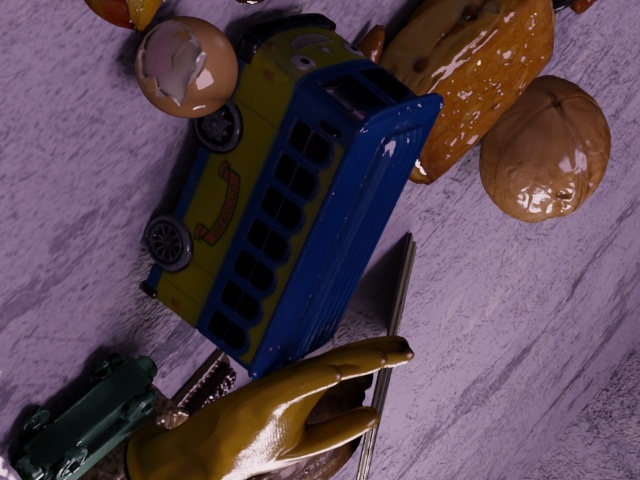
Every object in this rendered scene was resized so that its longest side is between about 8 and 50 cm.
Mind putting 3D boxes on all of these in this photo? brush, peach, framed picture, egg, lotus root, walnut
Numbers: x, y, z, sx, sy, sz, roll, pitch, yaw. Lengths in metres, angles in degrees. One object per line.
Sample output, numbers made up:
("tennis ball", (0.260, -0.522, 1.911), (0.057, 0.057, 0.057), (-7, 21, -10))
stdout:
("brush", (-0.176, 0.220, 1.779), (0.248, 0.036, 0.043), (-48, 154, -17))
("peach", (-0.137, -0.197, 1.167), (0.098, 0.061, 0.098), (16, 90, -82))
("framed picture", (0.081, 0.170, 2.082), (0.232, 0.019, 0.296), (97, 6, -53))
("egg", (-0.103, -0.135, 1.311), (0.080, 0.080, 0.096), (-56, 157, 5))
("lotus root", (-0.023, 0.223, 1.985), (0.260, 0.128, 0.145), (-39, 145, -37))
("walnut", (0.280, -0.112, 2.072), (0.165, 0.165, 0.197), (-43, 164, -27))

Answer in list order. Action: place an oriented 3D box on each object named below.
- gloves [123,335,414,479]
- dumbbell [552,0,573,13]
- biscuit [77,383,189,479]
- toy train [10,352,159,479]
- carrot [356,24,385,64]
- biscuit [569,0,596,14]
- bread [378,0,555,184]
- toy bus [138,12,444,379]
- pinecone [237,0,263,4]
("gloves", (-0.039, 0.167, 1.555), (0.294, 0.116, 0.133), (-32, -179, 25))
("dumbbell", (0.249, -0.308, 1.783), (0.110, 0.110, 0.254), (-46, 165, -20))
("biscuit", (-0.201, 0.226, 1.685), (0.168, 0.070, 0.082), (-59, 159, 3))
("toy train", (-0.221, 0.176, 1.569), (0.172, 0.070, 0.099), (-40, 166, -32))
("carrot", (-0.017, -0.064, 1.653), (0.336, 0.069, 0.069), (-63, 158, 7))
("biscuit", (0.308, -0.322, 1.970), (0.186, 0.036, 0.192), (-54, 160, 7))
("bread", (0.143, -0.188, 1.744), (0.235, 0.099, 0.210), (-45, 156, -8))
("toy bus", (-0.030, -0.041, 1.483), (0.138, 0.175, 0.288), (-22, 143, -53))
("pinecone", (-0.047, -0.269, 1.053), (0.221, 0.221, 0.221), (-44, 158, -24))
